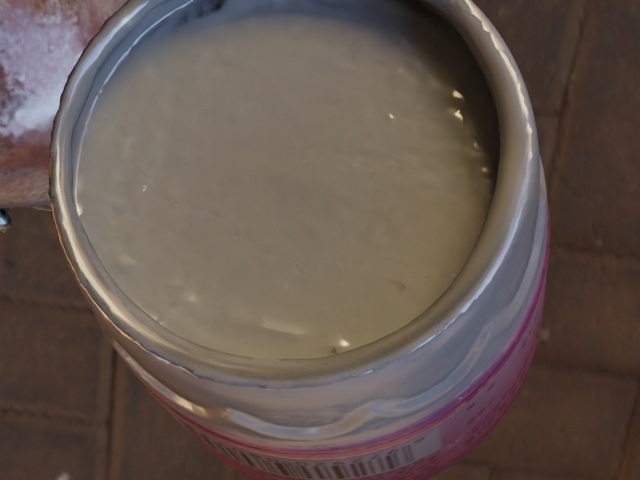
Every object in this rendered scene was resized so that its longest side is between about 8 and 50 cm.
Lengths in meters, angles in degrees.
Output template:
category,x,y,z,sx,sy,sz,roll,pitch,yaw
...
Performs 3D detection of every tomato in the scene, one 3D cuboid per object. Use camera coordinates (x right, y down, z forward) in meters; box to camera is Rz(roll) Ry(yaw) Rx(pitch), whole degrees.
category,x,y,z,sx,sy,sz,roll,pitch,yaw
tomato,-0.273,-0.150,1.259,0.317,0.316,0.282,8,100,4

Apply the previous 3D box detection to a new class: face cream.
category,x,y,z,sx,sy,sz,roll,pitch,yaw
face cream,0.000,0.000,0.625,0.175,0.195,0.175,-2,72,5
